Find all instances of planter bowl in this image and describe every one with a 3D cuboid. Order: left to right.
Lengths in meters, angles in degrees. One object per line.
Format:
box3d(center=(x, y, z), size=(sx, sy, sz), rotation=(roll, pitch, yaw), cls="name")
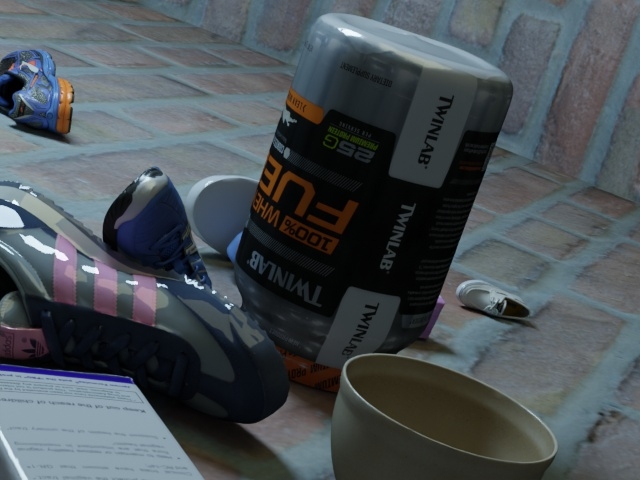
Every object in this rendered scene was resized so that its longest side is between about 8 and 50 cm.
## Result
box3d(center=(0.075, 0.165, 0.975), size=(0.162, 0.109, 0.162), rotation=(19, 14, -5), cls="planter bowl")

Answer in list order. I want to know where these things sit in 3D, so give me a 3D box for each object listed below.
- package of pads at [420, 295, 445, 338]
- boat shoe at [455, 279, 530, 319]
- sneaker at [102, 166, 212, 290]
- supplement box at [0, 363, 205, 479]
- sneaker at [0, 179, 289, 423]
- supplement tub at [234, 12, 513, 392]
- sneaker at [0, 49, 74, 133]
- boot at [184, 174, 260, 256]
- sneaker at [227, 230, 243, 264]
box3d(center=(0.088, 0.075, 1.444), size=(0.083, 0.050, 0.032), rotation=(10, 22, -32), cls="package of pads")
box3d(center=(0.212, 0.076, 1.646), size=(0.100, 0.035, 0.035), rotation=(20, 10, -25), cls="boat shoe")
box3d(center=(-0.128, 0.015, 1.149), size=(0.081, 0.080, 0.211), rotation=(35, -25, 20), cls="sneaker")
box3d(center=(-0.125, 0.164, 0.710), size=(0.114, 0.111, 0.220), rotation=(10, 17, -33), cls="supplement box")
box3d(center=(-0.181, 0.072, 1.058), size=(0.319, 0.112, 0.131), rotation=(26, 38, 19), cls="sneaker")
box3d(center=(0.038, -0.032, 1.243), size=(0.193, 0.316, 0.193), rotation=(17, 14, -4), cls="supplement tub")
box3d(center=(-0.398, -0.208, 1.814), size=(0.087, 0.083, 0.221), rotation=(5, 18, -30), cls="sneaker")
box3d(center=(-0.080, -0.030, 1.574), size=(0.258, 0.095, 0.123), rotation=(17, 6, -45), cls="boot")
box3d(center=(0.000, 0.000, 1.496), size=(0.232, 0.090, 0.081), rotation=(2, 42, -49), cls="sneaker")
